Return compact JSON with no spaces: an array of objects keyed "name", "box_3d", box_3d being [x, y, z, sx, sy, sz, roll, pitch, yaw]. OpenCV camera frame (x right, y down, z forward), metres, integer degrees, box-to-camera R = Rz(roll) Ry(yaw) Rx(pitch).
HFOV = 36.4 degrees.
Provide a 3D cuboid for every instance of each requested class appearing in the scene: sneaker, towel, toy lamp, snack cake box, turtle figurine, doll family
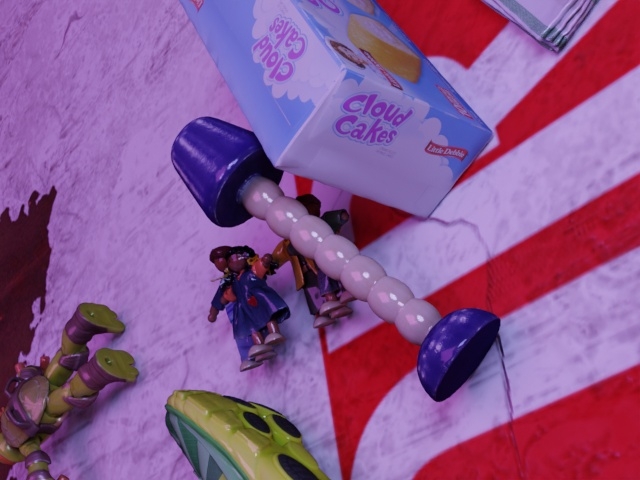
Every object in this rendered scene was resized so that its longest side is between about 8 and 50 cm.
[{"name":"sneaker","box_3d":[-0.049,0.207,0.729,0.295,0.109,0.123,36,101,49]},{"name":"towel","box_3d":[0.176,-0.221,0.689,0.152,0.023,0.113,-56,42,19]},{"name":"toy lamp","box_3d":[0.000,0.000,0.693,0.274,0.080,0.080,36,106,23]},{"name":"snack cake box","box_3d":[0.000,-0.145,0.768,0.089,0.152,0.264,-53,43,23]},{"name":"turtle figurine","box_3d":[-0.296,0.167,1.051,0.217,0.087,0.269,-48,32,17]},{"name":"doll family","box_3d":[-0.038,0.029,0.801,0.193,0.076,0.111,-32,73,26]}]
